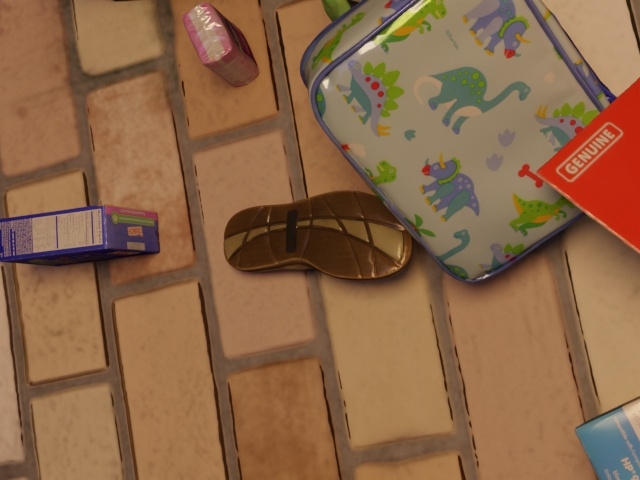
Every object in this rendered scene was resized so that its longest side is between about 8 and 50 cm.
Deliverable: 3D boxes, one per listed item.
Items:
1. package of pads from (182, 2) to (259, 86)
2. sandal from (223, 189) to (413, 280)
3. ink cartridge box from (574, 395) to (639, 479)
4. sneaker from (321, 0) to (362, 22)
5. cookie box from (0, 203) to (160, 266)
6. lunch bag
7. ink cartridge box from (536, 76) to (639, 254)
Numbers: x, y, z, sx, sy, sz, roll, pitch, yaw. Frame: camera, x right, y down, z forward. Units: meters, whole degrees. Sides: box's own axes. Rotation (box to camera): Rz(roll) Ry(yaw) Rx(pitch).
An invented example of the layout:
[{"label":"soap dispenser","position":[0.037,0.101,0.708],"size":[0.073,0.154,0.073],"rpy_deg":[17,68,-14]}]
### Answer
[{"label":"package of pads","position":[-0.083,-0.164,0.869],"size":[0.032,0.083,0.050],"rpy_deg":[-26,79,11]},{"label":"sandal","position":[0.000,0.000,0.842],"size":[0.180,0.049,0.072],"rpy_deg":[-2,77,35]},{"label":"ink cartridge box","position":[0.271,0.114,0.693],"size":[0.180,0.104,0.060],"rpy_deg":[-29,74,15]},{"label":"sneaker","position":[0.157,-0.355,0.740],"size":[0.185,0.202,0.482],"rpy_deg":[34,96,20]},{"label":"cookie box","position":[-0.208,-0.003,0.891],"size":[0.107,0.092,0.040],"rpy_deg":[-7,85,19]},{"label":"lunch bag","position":[0.108,-0.091,0.734],"size":[0.176,0.090,0.219],"rpy_deg":[-37,115,12]},{"label":"ink cartridge box","position":[0.320,-0.063,0.658],"size":[0.275,0.060,0.239],"rpy_deg":[-41,70,-20]}]
